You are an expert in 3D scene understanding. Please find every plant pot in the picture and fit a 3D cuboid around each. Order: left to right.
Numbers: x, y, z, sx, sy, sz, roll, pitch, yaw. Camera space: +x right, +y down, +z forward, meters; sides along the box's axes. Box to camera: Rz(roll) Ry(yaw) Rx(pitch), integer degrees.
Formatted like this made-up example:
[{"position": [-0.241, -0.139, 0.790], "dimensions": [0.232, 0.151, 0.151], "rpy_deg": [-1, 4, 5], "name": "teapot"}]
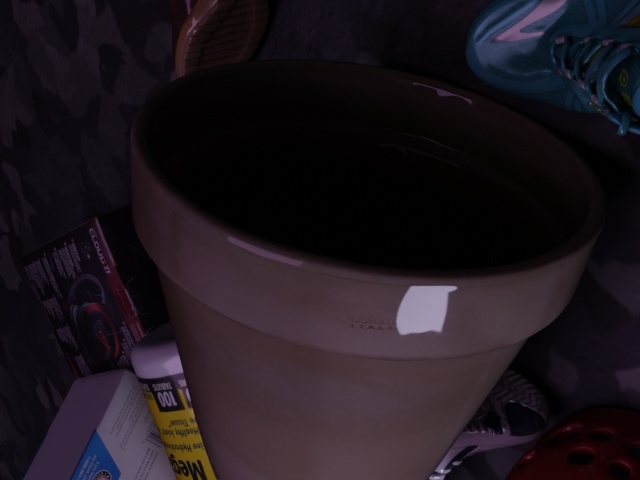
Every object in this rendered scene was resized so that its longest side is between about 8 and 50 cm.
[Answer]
[{"position": [0.017, 0.052, 0.670], "dimensions": [0.323, 0.323, 0.280], "rpy_deg": [31, 127, 34], "name": "plant pot"}, {"position": [0.211, 0.253, 0.697], "dimensions": [0.191, 0.174, 0.191], "rpy_deg": [28, 130, 38], "name": "plant pot"}]

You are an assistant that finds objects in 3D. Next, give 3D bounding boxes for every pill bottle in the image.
[{"position": [-0.066, 0.237, 0.980], "dimensions": [0.188, 0.188, 0.333], "rpy_deg": [-11, 102, 50], "name": "pill bottle"}]

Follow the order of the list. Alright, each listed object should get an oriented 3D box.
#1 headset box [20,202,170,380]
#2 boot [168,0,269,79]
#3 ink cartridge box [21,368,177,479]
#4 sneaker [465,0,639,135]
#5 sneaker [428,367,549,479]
[{"position": [-0.254, 0.075, 1.162], "dimensions": [0.293, 0.110, 0.218], "rpy_deg": [-19, 95, 51], "name": "headset box"}, {"position": [-0.126, -0.294, 0.869], "dimensions": [0.207, 0.090, 0.248], "rpy_deg": [56, 143, 29], "name": "boot"}, {"position": [-0.219, 0.295, 1.118], "dimensions": [0.233, 0.171, 0.168], "rpy_deg": [37, 149, -24], "name": "ink cartridge box"}, {"position": [0.201, -0.115, 0.557], "dimensions": [0.275, 0.110, 0.107], "rpy_deg": [20, 124, 42], "name": "sneaker"}, {"position": [0.116, 0.197, 0.845], "dimensions": [0.235, 0.094, 0.153], "rpy_deg": [-12, 126, 26], "name": "sneaker"}]
